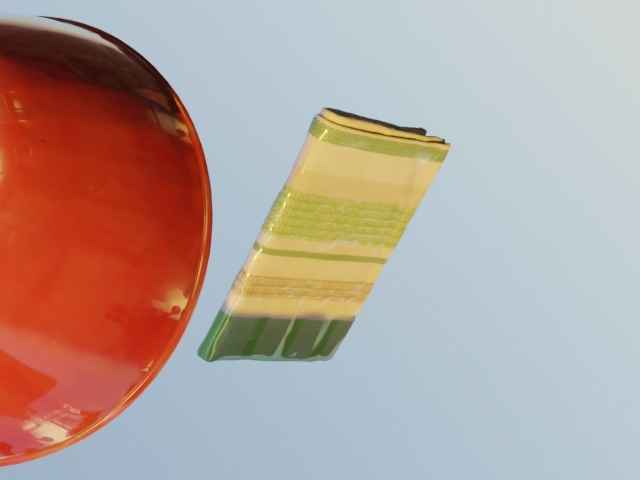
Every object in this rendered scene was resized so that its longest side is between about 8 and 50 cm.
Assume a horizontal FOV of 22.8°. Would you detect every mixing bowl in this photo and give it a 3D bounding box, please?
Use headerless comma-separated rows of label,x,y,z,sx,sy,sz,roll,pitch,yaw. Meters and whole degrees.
mixing bowl,-0.141,-0.012,0.575,0.181,0.181,0.098,63,-169,21

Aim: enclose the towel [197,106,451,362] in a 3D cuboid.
towel,0.000,0.000,0.864,0.113,0.152,0.023,8,-153,-51
